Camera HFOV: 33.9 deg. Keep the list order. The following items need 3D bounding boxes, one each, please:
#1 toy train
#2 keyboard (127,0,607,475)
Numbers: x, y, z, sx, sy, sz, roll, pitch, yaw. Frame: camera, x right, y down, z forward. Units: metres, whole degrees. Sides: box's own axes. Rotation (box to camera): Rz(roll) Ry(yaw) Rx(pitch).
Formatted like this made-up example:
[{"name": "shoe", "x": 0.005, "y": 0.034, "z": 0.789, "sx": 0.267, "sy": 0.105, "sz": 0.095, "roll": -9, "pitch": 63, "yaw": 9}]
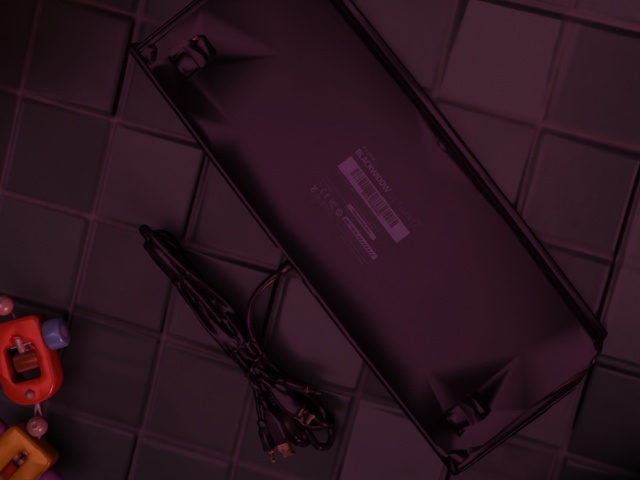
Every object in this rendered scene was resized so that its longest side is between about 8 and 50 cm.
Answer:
[{"name": "toy train", "x": -0.219, "y": 0.110, "z": 0.651, "sx": 0.166, "sy": 0.046, "sz": 0.125, "roll": -21, "pitch": 90, "yaw": 7}, {"name": "keyboard", "x": 0.000, "y": 0.000, "z": 0.615, "sx": 0.202, "sy": 0.033, "sz": 0.317, "roll": -37, "pitch": 88, "yaw": 3}]
